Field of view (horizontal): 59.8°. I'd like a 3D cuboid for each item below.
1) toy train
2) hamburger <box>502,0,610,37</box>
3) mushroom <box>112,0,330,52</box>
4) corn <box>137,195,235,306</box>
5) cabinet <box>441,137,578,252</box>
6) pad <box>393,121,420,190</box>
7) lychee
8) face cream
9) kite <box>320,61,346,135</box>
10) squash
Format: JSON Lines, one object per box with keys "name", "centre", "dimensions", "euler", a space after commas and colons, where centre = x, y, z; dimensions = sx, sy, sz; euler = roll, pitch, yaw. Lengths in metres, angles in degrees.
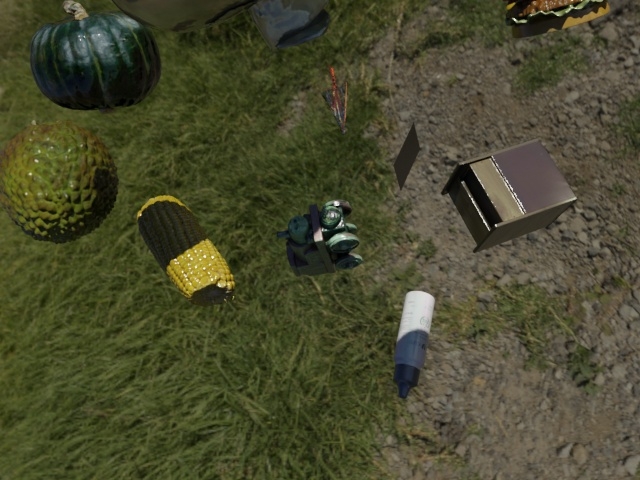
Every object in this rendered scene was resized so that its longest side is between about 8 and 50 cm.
{"name": "toy train", "centre": [0.000, 0.000, 1.608], "dimensions": [0.222, 0.304, 0.150], "euler": [-11, 64, 5]}
{"name": "hamburger", "centre": [0.583, -0.646, 1.390], "dimensions": [0.275, 0.212, 0.274], "euler": [-17, 21, 7]}
{"name": "mushroom", "centre": [-0.063, -0.253, 0.445], "dimensions": [0.246, 0.202, 0.246], "euler": [-21, 33, 14]}
{"name": "corn", "centre": [-0.332, 0.020, 1.331], "dimensions": [0.144, 0.144, 0.387], "euler": [-52, 48, 12]}
{"name": "cabinet", "centre": [0.423, -0.101, 1.278], "dimensions": [0.215, 0.148, 0.174], "euler": [-19, 68, -16]}
{"name": "pad", "centre": [0.278, -0.269, 1.783], "dimensions": [0.004, 0.127, 0.190], "euler": [13, 60, 28]}
{"name": "lychee", "centre": [-0.586, -0.135, 1.245], "dimensions": [0.270, 0.270, 0.320], "euler": [-48, 20, 15]}
{"name": "face cream", "centre": [0.260, 0.299, 1.590], "dimensions": [0.092, 0.092, 0.311], "euler": [-8, 52, 37]}
{"name": "kite", "centre": [0.042, -0.360, 1.417], "dimensions": [0.009, 0.232, 0.189], "euler": [-8, 105, 20]}
{"name": "squash", "centre": [-0.374, -0.302, 0.935], "dimensions": [0.218, 0.218, 0.172], "euler": [15, 104, 42]}
